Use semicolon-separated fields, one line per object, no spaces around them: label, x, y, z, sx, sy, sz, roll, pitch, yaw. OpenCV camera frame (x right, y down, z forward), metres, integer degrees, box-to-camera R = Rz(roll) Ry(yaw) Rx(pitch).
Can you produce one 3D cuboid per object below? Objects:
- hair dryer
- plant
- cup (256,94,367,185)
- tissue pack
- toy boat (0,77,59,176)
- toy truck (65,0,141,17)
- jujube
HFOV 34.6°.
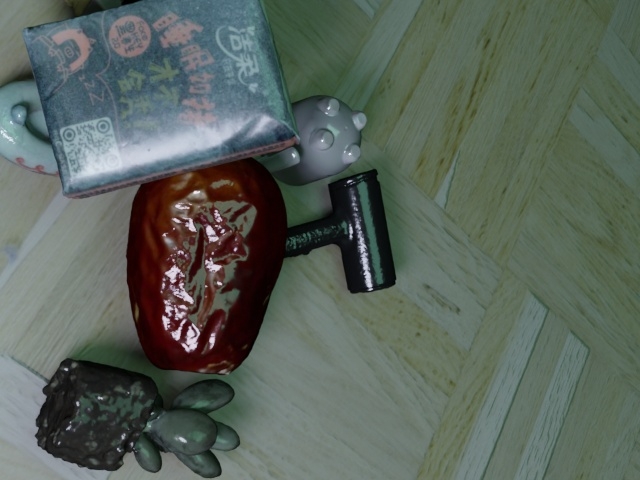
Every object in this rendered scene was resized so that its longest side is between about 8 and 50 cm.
hair dryer;0.000;0.000;1.667;0.251;0.089;0.197;-12;92;-29
plant;-0.241;0.249;1.394;0.274;0.149;0.146;15;92;-33
cup;-0.020;-0.165;1.627;0.173;0.142;0.134;4;81;-36
tissue pack;-0.204;-0.197;1.332;0.315;0.103;0.228;-14;92;1
toy boat;-0.360;-0.156;1.409;0.207;0.079;0.134;11;79;-37
toy truck;-0.216;-0.455;1.506;0.254;0.180;0.405;51;60;-11
jujube;-0.162;0.027;1.446;0.223;0.223;0.318;12;79;-35
